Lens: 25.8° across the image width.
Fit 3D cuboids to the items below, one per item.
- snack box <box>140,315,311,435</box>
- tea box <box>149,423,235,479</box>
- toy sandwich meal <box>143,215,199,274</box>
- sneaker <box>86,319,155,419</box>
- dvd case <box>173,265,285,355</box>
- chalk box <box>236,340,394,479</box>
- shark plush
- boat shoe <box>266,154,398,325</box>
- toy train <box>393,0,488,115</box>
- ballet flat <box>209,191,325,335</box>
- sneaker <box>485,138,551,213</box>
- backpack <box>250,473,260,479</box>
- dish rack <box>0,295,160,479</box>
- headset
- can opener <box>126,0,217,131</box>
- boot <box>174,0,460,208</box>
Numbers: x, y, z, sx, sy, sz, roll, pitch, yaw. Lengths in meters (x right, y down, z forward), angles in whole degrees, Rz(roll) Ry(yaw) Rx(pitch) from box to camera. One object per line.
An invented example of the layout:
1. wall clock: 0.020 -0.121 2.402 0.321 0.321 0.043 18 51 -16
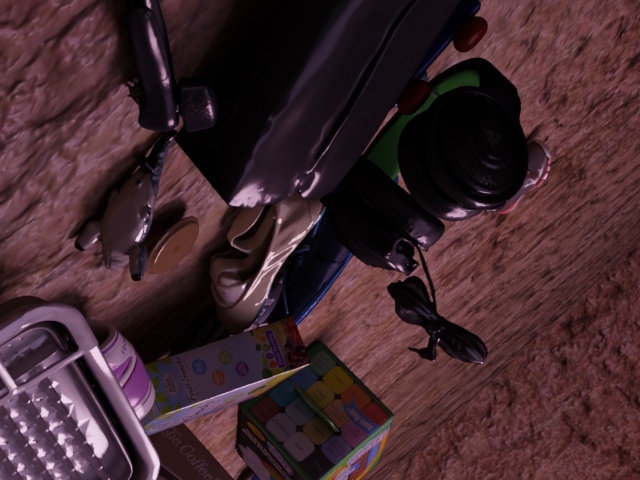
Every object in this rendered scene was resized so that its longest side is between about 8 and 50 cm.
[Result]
1. snack box: -0.141 0.171 1.690 0.207 0.070 0.174 -16 168 -30
2. tea box: -0.176 0.458 1.972 0.220 0.329 0.323 -39 160 -16
3. toy sandwich meal: -0.164 0.002 1.476 0.085 0.029 0.085 -44 162 -18
4. sneaker: -0.319 0.181 1.457 0.282 0.102 0.161 -37 144 -15
5. dvd case: -0.089 0.107 1.872 0.179 0.029 0.239 -50 162 13
6. chalk box: -0.010 0.297 2.231 0.179 0.180 0.289 -37 162 -22
7. shark plush: -0.183 -0.040 1.347 0.067 0.073 0.161 -53 159 -67
8. boat shoe: 0.000 0.000 1.746 0.258 0.089 0.109 -56 177 14
9. toy train: 0.137 -0.244 1.486 0.248 0.105 0.143 -48 173 11
10. ballet flat: -0.083 0.015 1.624 0.086 0.086 0.248 -21 149 -52
11. sneaker: 0.315 -0.097 2.273 0.065 0.061 0.158 -15 146 -46
12. backpack: -0.079 0.436 2.518 0.120 0.101 0.098 -33 157 -23
13. dish rack: -0.322 0.208 1.346 0.285 0.072 0.332 -35 138 -15
14. headset: 0.126 -0.037 1.502 0.243 0.185 0.394 -40 -161 31
15. can opener: -0.135 -0.151 1.156 0.073 0.059 0.186 -16 149 -2
16. boot: 0.107 -0.223 1.314 0.367 0.146 0.445 3 128 -42
